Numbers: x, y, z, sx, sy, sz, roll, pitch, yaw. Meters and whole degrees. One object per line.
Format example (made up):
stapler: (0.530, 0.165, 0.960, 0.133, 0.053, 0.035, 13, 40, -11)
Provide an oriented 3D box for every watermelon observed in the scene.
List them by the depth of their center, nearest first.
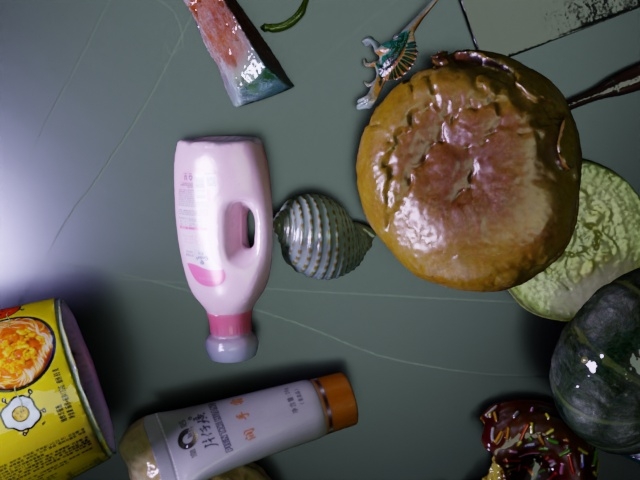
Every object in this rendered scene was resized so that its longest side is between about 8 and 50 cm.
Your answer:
watermelon: (-0.140, -0.310, 1.589, 0.094, 0.154, 0.241, -29, 86, 3)

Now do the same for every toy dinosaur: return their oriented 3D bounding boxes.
toy dinosaur: (0.114, -0.272, 1.604, 0.187, 0.106, 0.044, -32, 132, 24)

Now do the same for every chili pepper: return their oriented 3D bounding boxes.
chili pepper: (-0.050, -0.329, 1.634, 0.083, 0.017, 0.030, -26, 98, 3)

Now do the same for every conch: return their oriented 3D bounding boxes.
conch: (-0.003, 0.002, 1.654, 0.153, 0.102, 0.135, 25, 119, 1)

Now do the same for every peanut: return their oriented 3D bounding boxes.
peanut: (-0.174, 0.386, 1.695, 0.313, 0.149, 0.149, 33, 97, -3)

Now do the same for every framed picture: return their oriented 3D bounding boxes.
framed picture: (0.302, -0.459, 1.627, 0.255, 0.014, 0.339, -22, 100, 1)

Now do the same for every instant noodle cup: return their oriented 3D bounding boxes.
instant noodle cup: (-0.453, 0.238, 1.583, 0.254, 0.325, 0.325, -19, 100, -7)

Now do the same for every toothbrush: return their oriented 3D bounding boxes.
toothbrush: (0.494, -0.252, 1.655, 0.364, 0.041, 0.041, -21, 100, 2)

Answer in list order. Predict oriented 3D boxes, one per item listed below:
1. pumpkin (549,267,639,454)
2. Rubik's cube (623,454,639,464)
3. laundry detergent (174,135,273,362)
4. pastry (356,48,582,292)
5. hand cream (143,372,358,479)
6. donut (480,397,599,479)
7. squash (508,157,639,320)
pumpkin: (0.478, 0.172, 1.624, 0.300, 0.207, 0.300, -14, 129, -18)
Rubik's cube: (0.635, 0.328, 1.705, 0.233, 0.228, 0.229, -9, 57, -35)
laundry detergent: (-0.140, 0.014, 1.646, 0.159, 0.088, 0.335, 2, 102, 28)
pastry: (0.218, -0.096, 1.590, 0.356, 0.164, 0.356, 1, 94, 12)
hand cream: (-0.104, 0.277, 1.667, 0.314, 0.140, 0.089, -18, 142, -16)
donut: (0.333, 0.369, 1.726, 0.216, 0.096, 0.230, 22, 98, -5)
squash: (0.383, -0.005, 1.688, 0.252, 0.049, 0.252, 0, 99, -1)
